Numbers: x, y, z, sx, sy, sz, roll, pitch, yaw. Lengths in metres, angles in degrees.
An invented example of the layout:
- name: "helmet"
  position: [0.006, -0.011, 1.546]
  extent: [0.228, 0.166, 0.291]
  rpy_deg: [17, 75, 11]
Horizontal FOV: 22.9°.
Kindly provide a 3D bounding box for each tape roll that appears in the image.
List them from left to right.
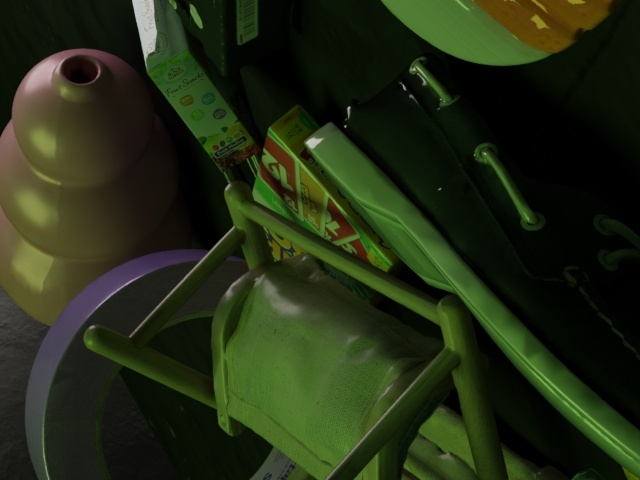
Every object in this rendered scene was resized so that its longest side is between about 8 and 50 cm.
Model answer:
- name: "tape roll"
  position: [-0.103, 0.147, 1.318]
  extent: [0.275, 0.275, 0.090]
  rpy_deg: [64, 164, -13]

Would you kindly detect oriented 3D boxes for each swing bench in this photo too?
- name: "swing bench"
  position: [0.017, 0.129, 1.048]
  extent: [0.253, 0.165, 0.255]
  rpy_deg: [30, 161, 49]

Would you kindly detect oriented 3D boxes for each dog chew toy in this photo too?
- name: "dog chew toy"
  position: [-0.226, -0.054, 1.531]
  extent: [0.206, 0.206, 0.332]
  rpy_deg: [53, 156, 27]

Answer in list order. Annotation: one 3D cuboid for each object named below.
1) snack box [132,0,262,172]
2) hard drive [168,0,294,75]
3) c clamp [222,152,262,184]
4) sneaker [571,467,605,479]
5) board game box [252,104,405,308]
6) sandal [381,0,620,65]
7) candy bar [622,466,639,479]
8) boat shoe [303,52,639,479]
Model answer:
- name: "snack box"
  position: [-0.090, -0.128, 1.110]
  extent: [0.100, 0.037, 0.141]
  rpy_deg: [52, -168, -38]
- name: "hard drive"
  position: [-0.125, -0.296, 0.987]
  extent: [0.339, 0.064, 0.237]
  rpy_deg: [54, 164, 21]
- name: "c clamp"
  position: [-0.060, -0.050, 1.321]
  extent: [0.137, 0.022, 0.160]
  rpy_deg: [66, 167, -1]
- name: "sneaker"
  position: [0.190, 0.196, 0.901]
  extent: [0.161, 0.057, 0.075]
  rpy_deg: [49, -155, -18]
- name: "board game box"
  position: [0.000, 0.000, 1.150]
  extent: [0.124, 0.039, 0.259]
  rpy_deg: [48, 166, 8]
- name: "sandal"
  position: [0.103, -0.143, 0.522]
  extent: [0.102, 0.076, 0.265]
  rpy_deg: [48, 146, -9]
- name: "candy bar"
  position: [0.164, 0.098, 0.844]
  extent: [0.161, 0.018, 0.040]
  rpy_deg: [66, 172, -21]
- name: "boat shoe"
  position: [0.102, 0.007, 0.739]
  extent: [0.302, 0.091, 0.114]
  rpy_deg: [47, 179, 37]
